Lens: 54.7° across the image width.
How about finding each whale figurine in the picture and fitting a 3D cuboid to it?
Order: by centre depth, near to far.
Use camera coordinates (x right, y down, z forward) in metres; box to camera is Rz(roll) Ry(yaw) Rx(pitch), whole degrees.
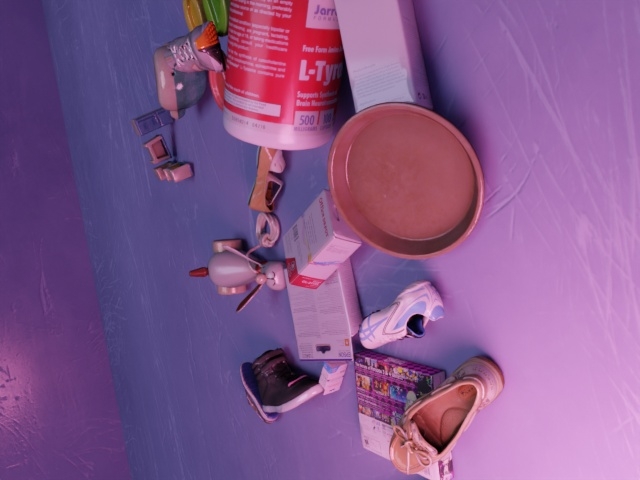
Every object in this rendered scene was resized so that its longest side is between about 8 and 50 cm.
[{"bbox_3d":[-0.397,-0.458,1.769,0.272,0.141,0.217,-154,58,-78],"label":"whale figurine"}]

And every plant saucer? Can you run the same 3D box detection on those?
[{"bbox_3d":[0.141,-0.099,1.037,0.277,0.041,0.278,14,123,23],"label":"plant saucer"}]

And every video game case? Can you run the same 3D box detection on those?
[{"bbox_3d":[0.158,0.339,1.219,0.232,0.041,0.211,1,100,55],"label":"video game case"}]

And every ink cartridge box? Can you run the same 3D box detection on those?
[{"bbox_3d":[0.000,0.000,1.280,0.175,0.072,0.128,-46,41,39],"label":"ink cartridge box"},{"bbox_3d":[0.007,0.155,1.381,0.223,0.045,0.224,-15,83,55],"label":"ink cartridge box"},{"bbox_3d":[0.026,0.305,1.395,0.028,0.048,0.083,44,132,41],"label":"ink cartridge box"}]

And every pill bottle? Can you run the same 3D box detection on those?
[{"bbox_3d":[-0.061,-0.398,1.178,0.229,0.228,0.408,37,128,45],"label":"pill bottle"}]

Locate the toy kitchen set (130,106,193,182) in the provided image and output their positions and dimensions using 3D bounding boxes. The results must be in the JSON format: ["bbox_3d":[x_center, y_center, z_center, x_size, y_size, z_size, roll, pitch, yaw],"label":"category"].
[{"bbox_3d":[-0.471,-0.302,1.935,0.166,0.122,0.207,14,130,53],"label":"toy kitchen set"}]

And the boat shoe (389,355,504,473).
[{"bbox_3d":[0.195,0.310,1.060,0.104,0.089,0.285,43,120,21],"label":"boat shoe"}]

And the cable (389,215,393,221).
[{"bbox_3d":[0.115,-0.173,1.121,0.139,0.072,0.288,9,106,49],"label":"cable"}]

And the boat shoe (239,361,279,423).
[{"bbox_3d":[-0.180,0.426,1.713,0.183,0.066,0.066,60,142,27],"label":"boat shoe"}]

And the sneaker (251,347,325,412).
[{"bbox_3d":[-0.093,0.337,1.525,0.295,0.104,0.147,-32,77,58],"label":"sneaker"}]

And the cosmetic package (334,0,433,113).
[{"bbox_3d":[0.107,-0.324,1.053,0.117,0.085,0.231,-10,89,31],"label":"cosmetic package"}]

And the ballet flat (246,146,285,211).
[{"bbox_3d":[-0.119,-0.164,1.475,0.073,0.080,0.232,22,131,5],"label":"ballet flat"}]

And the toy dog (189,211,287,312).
[{"bbox_3d":[-0.223,0.076,1.597,0.333,0.160,0.220,-31,74,54],"label":"toy dog"}]

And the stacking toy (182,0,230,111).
[{"bbox_3d":[-0.189,-0.467,1.432,0.279,0.130,0.309,-5,105,66],"label":"stacking toy"}]

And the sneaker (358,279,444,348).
[{"bbox_3d":[0.144,0.158,1.154,0.237,0.085,0.086,-51,53,50],"label":"sneaker"}]

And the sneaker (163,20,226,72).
[{"bbox_3d":[-0.261,-0.380,1.263,0.262,0.120,0.100,-126,22,-76],"label":"sneaker"}]
